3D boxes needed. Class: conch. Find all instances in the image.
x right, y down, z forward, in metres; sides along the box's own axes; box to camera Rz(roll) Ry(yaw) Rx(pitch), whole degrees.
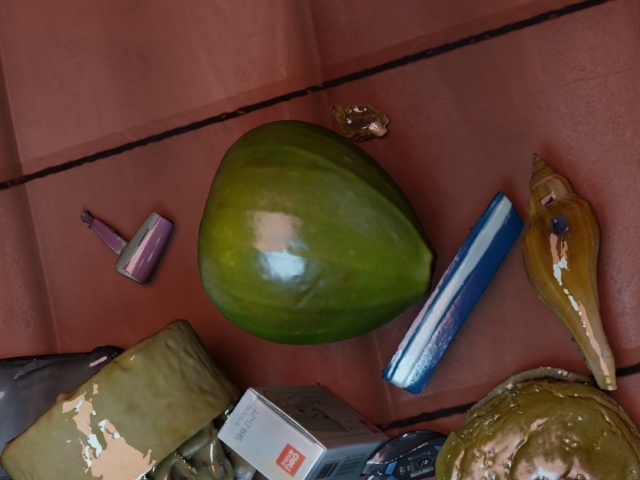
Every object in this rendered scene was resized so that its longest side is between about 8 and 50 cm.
[{"bbox_3d":[0.322,0.035,1.645,0.109,0.093,0.330,-14,67,6],"label":"conch"}]

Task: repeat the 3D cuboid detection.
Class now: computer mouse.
[{"bbox_3d":[0.115,0.288,1.696,0.135,0.079,0.047,-20,44,-6],"label":"computer mouse"}]

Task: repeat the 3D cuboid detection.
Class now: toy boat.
[{"bbox_3d":[0.182,0.071,1.701,0.061,0.096,0.299,32,89,8],"label":"toy boat"}]

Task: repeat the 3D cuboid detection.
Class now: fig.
[{"bbox_3d":[0.000,0.000,1.672,0.316,0.316,0.316,-3,81,18],"label":"fig"}]

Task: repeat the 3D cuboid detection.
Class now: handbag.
[{"bbox_3d":[-0.425,0.263,1.882,0.332,0.075,0.192,-9,76,19],"label":"handbag"}]

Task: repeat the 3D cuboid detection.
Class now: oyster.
[{"bbox_3d":[0.052,-0.170,1.811,0.093,0.034,0.051,4,75,23],"label":"oyster"}]

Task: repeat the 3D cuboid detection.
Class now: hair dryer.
[{"bbox_3d":[-0.302,-0.009,1.894,0.154,0.054,0.106,25,85,24],"label":"hair dryer"}]

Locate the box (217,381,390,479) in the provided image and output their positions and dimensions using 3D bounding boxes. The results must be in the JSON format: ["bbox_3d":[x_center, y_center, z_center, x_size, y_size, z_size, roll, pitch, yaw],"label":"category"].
[{"bbox_3d":[-0.016,0.254,1.642,0.135,0.269,0.079,36,98,21],"label":"box"}]

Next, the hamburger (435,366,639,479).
[{"bbox_3d":[0.288,0.310,1.606,0.265,0.134,0.285,-37,75,12],"label":"hamburger"}]

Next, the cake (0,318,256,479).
[{"bbox_3d":[-0.209,0.313,1.660,0.332,0.332,0.321,-39,88,9],"label":"cake"}]
